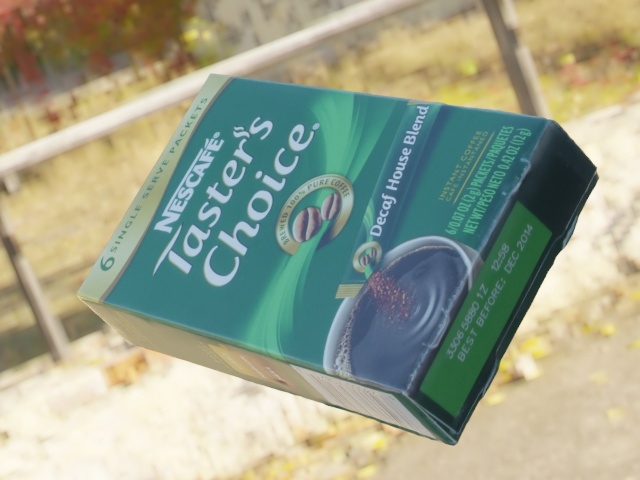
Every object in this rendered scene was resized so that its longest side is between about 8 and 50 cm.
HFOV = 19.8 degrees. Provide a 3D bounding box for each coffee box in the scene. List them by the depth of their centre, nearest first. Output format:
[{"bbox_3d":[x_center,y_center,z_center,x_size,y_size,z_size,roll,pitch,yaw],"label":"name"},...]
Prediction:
[{"bbox_3d":[0.000,0.000,0.672,0.184,0.040,0.113,14,68,47],"label":"coffee box"}]
